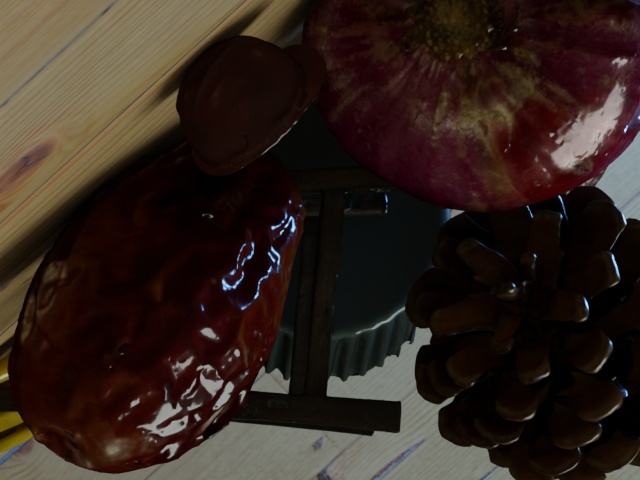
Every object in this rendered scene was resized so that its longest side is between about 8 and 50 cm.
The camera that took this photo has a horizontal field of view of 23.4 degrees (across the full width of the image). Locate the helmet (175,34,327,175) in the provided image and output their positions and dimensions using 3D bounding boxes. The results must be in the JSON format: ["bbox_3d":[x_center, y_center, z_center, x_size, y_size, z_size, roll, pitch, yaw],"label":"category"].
[{"bbox_3d":[-0.056,-0.102,1.007,0.111,0.057,0.089,-47,-145,-4],"label":"helmet"}]

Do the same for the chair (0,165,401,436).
[{"bbox_3d":[-0.140,0.045,1.387,0.203,0.416,0.241,138,-44,-81],"label":"chair"}]

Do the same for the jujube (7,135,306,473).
[{"bbox_3d":[-0.117,0.044,1.182,0.290,0.197,0.197,-58,-171,-34],"label":"jujube"}]

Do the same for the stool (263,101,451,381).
[{"bbox_3d":[0.000,0.000,1.674,0.297,0.297,0.330,-42,174,-6],"label":"stool"}]

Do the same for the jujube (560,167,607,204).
[{"bbox_3d":[0.167,-0.137,1.394,0.213,0.232,0.213,-55,176,-6],"label":"jujube"}]

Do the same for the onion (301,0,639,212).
[{"bbox_3d":[0.122,-0.135,1.176,0.272,0.256,0.230,12,115,-53],"label":"onion"}]

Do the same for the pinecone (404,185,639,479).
[{"bbox_3d":[0.189,0.067,1.264,0.264,0.264,0.264,-42,179,-1],"label":"pinecone"}]

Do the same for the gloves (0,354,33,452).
[{"bbox_3d":[-0.273,0.120,1.633,0.294,0.116,0.133,-35,138,-19],"label":"gloves"}]
